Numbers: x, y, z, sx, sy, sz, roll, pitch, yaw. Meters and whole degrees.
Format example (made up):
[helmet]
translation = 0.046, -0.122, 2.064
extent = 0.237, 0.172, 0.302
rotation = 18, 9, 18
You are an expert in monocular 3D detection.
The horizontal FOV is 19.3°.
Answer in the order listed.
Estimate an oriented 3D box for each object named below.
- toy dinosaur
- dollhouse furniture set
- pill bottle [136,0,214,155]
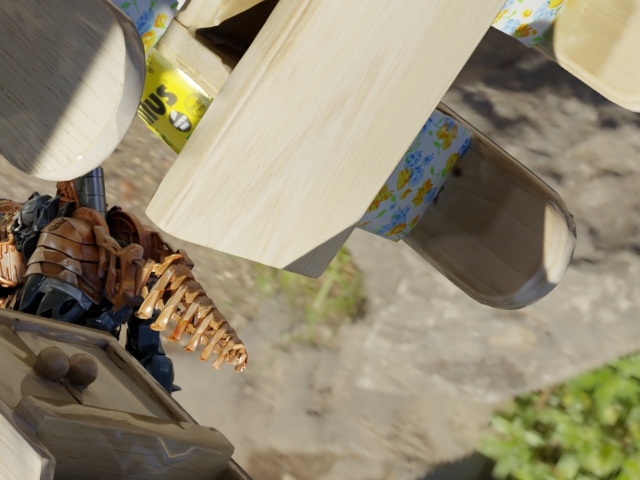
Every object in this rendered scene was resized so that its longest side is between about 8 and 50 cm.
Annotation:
[toy dinosaur]
translation = -0.165, 0.050, 1.251
extent = 0.164, 0.322, 0.218
rotation = 7, 93, -18
[dollhouse furniture set]
translation = 0.000, 0.000, 0.495
extent = 0.212, 0.161, 0.242
rotation = 18, 109, -54
[pill bottle]
translation = -0.082, -0.130, 0.996
extent = 0.208, 0.117, 0.117
rotation = 44, 78, -11
